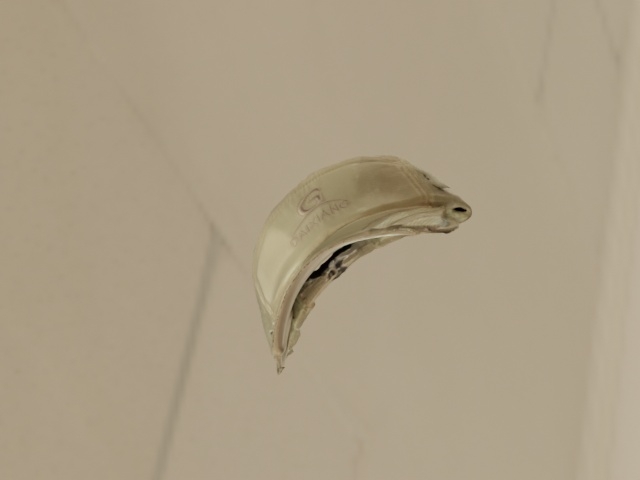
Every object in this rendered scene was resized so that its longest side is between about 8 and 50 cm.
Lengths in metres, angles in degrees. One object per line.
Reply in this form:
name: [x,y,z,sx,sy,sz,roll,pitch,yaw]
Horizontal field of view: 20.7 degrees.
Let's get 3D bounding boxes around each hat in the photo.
hat: [0.000,0.000,1.460,0.164,0.219,0.226,54,-170,20]
